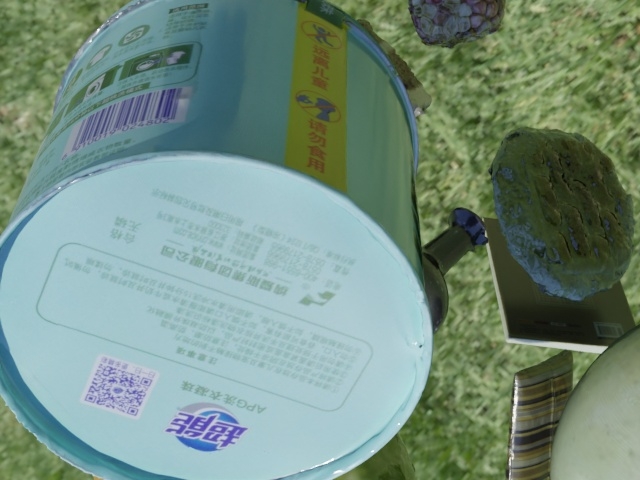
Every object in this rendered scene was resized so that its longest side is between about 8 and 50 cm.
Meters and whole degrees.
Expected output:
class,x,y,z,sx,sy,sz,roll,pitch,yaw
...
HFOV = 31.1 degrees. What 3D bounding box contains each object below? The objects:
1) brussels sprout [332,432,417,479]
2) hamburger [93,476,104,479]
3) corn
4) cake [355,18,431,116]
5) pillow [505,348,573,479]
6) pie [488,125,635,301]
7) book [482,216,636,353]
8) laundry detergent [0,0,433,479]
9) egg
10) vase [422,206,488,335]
class,x,y,z,sx,sy,sz,roll,pitch,yaw
brussels sprout,-0.005,0.313,1.235,0.247,0.328,0.328,-6,122,-5
hamburger,-0.179,0.304,1.601,0.295,0.151,0.227,13,94,24
corn,0.114,-0.328,1.087,0.098,0.098,0.290,-5,97,42
cake,0.030,-0.170,1.352,0.134,0.135,0.147,-35,89,31
pillow,0.247,0.233,1.306,0.038,0.113,0.203,15,110,42
pie,0.374,-0.051,1.760,0.306,0.306,0.071,54,137,-2
book,0.385,0.069,1.861,0.216,0.310,0.021,6,126,-5
laundry detergent,-0.068,-0.021,0.829,0.287,0.305,0.287,1,126,1
egg,0.364,0.202,1.203,0.295,0.218,0.218,-41,88,23
vase,0.109,0.032,1.226,0.120,0.183,0.120,35,146,29
